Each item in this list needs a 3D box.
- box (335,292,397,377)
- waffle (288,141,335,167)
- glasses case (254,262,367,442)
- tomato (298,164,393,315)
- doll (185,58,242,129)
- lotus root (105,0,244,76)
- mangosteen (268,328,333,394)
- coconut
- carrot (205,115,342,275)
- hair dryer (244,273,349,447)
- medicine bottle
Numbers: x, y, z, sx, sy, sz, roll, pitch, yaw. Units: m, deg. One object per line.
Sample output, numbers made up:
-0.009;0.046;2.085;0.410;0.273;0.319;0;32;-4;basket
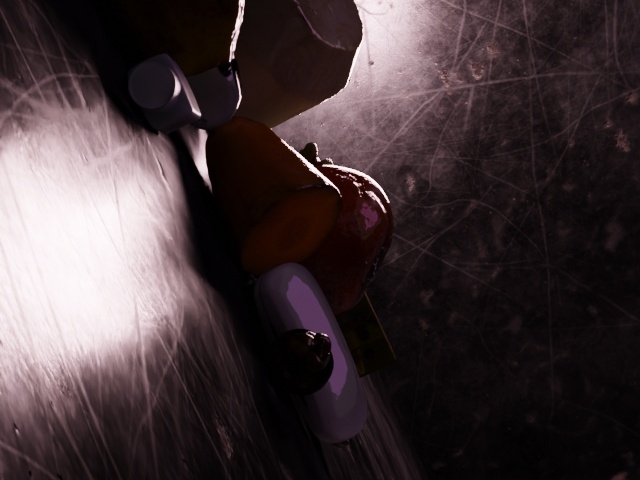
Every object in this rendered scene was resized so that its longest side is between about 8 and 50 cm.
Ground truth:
0.045;0.162;1.967;0.030;0.121;0.193;-107;172;-62;box
-0.036;-0.055;1.803;0.054;0.204;0.223;-53;128;-48;waffle
-0.011;0.140;1.391;0.092;0.059;0.233;-25;90;-47;glasses case
-0.001;0.001;1.657;0.189;0.232;0.232;25;-5;10;tomato
-0.162;-0.218;1.490;0.110;0.107;0.180;42;6;-22;doll
-0.183;-0.335;1.324;0.193;0.193;0.290;-57;123;-87;lotus root
-0.020;0.141;1.306;0.081;0.081;0.081;-24;90;-87;mangosteen
-0.103;-0.320;1.788;0.323;0.323;0.323;-24;90;-87;coconut
-0.086;-0.085;1.481;0.225;0.159;0.159;55;-3;30;carrot
-0.035;0.135;1.461;0.237;0.075;0.206;54;16;-37;hair dryer
-0.175;-0.163;1.223;0.118;0.055;0.074;-35;102;-89;medicine bottle
